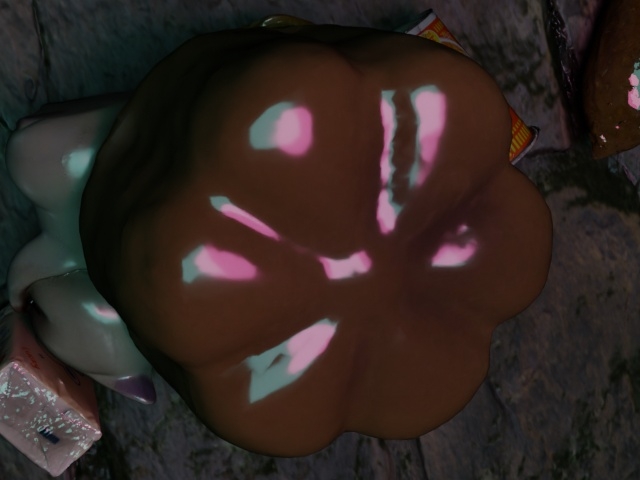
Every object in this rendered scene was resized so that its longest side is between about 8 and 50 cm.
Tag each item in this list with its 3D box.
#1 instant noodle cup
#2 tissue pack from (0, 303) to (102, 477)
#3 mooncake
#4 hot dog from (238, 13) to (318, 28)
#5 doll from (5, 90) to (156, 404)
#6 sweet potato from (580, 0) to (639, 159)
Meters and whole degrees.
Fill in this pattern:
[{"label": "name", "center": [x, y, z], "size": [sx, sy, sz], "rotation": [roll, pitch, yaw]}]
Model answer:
[{"label": "instant noodle cup", "center": [0.149, -0.177, 1.148], "size": [0.193, 0.193, 0.212], "rotation": [-37, 102, -4]}, {"label": "tissue pack", "center": [-0.347, 0.173, 1.074], "size": [0.092, 0.196, 0.148], "rotation": [-42, 116, -3]}, {"label": "mooncake", "center": [0.000, 0.000, 0.923], "size": [0.467, 0.262, 0.467], "rotation": [-11, 115, -25]}, {"label": "hot dog", "center": [-0.038, -0.143, 1.100], "size": [0.196, 0.122, 0.272], "rotation": [-13, 105, 11]}, {"label": "doll", "center": [-0.258, -0.015, 1.044], "size": [0.226, 0.215, 0.370], "rotation": [5, 105, -18]}, {"label": "sweet potato", "center": [0.446, -0.318, 1.223], "size": [0.131, 0.130, 0.422], "rotation": [6, 96, -18]}]
